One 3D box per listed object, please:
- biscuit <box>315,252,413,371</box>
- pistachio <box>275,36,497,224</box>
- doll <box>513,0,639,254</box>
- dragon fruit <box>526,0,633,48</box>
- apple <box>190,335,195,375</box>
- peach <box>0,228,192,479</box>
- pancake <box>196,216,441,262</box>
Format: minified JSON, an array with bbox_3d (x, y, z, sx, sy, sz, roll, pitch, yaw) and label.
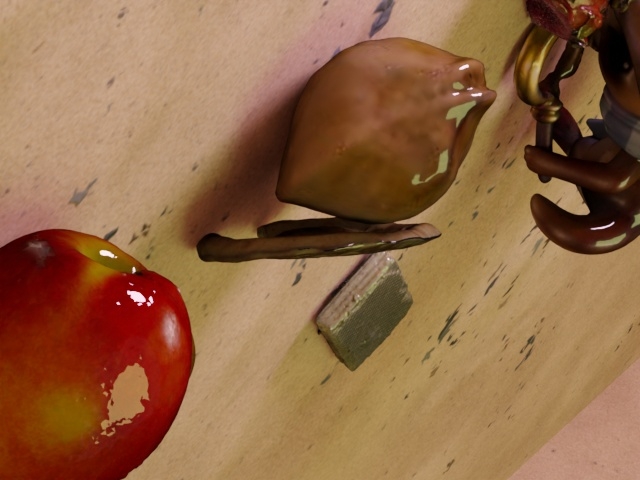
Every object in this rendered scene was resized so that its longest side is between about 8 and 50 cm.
[{"bbox_3d":[0.054,0.084,2.165,0.121,0.040,0.199,-47,162,-6],"label":"biscuit"},{"bbox_3d":[0.052,-0.094,1.665,0.213,0.162,0.260,-24,177,-2],"label":"pistachio"},{"bbox_3d":[0.364,-0.149,2.159,0.318,0.209,0.339,-20,151,-23],"label":"doll"},{"bbox_3d":[0.276,-0.260,1.946,0.102,0.096,0.147,-45,159,-6],"label":"dragon fruit"},{"bbox_3d":[-0.167,0.099,1.596,0.114,0.102,0.099,-41,147,-7],"label":"apple"},{"bbox_3d":[-0.204,0.108,1.383,0.226,0.190,0.196,-61,171,11],"label":"peach"},{"bbox_3d":[0.000,0.000,1.684,0.235,0.212,0.029,-15,102,-66],"label":"pancake"}]
